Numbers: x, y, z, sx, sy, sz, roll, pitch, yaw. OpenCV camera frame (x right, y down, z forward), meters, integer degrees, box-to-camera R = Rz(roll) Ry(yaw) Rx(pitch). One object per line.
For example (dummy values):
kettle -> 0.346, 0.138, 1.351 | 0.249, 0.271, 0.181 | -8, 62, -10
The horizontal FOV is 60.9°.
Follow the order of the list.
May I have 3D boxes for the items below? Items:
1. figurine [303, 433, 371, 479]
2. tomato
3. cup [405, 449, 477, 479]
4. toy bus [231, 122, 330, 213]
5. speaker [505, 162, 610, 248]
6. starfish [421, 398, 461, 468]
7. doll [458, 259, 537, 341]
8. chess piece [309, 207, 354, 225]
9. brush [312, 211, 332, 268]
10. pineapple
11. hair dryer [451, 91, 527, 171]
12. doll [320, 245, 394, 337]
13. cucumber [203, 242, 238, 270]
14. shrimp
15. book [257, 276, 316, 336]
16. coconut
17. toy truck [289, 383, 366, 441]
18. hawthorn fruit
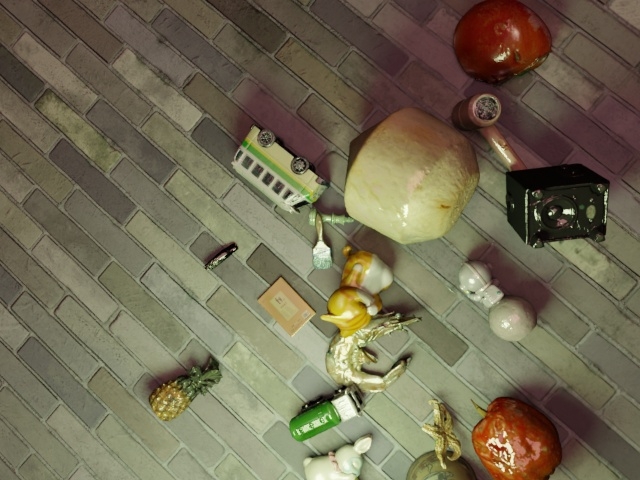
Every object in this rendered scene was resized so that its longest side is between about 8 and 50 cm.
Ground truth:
figurine -> 0.078, 0.724, 1.725 | 0.236, 0.127, 0.155 | -25, 66, 3
tomato -> 0.577, -0.651, 1.706 | 0.309, 0.170, 0.308 | 0, 88, 6
cup -> 0.353, 0.813, 1.619 | 0.227, 0.257, 0.301 | 19, 91, 10
toy bus -> -0.133, -0.224, 1.792 | 0.305, 0.143, 0.179 | 39, 95, 7
speaker -> 0.686, -0.112, 1.602 | 0.232, 0.254, 0.184 | -7, 110, 7
starfish -> 0.377, 0.592, 1.669 | 0.150, 0.053, 0.209 | 24, 47, -13
doll -> 0.536, 0.175, 1.686 | 0.151, 0.151, 0.287 | -40, 80, 4
chess piece -> 0.037, -0.075, 1.807 | 0.149, 0.059, 0.059 | 4, 87, 3
brush -> 0.000, 0.000, 1.794 | 0.070, 0.021, 0.196 | -3, 105, 8
pineapple -> -0.443, 0.488, 1.812 | 0.248, 0.128, 0.128 | -36, 83, -1
hair dryer -> 0.563, -0.310, 1.703 | 0.107, 0.189, 0.344 | -42, 97, 1
doll -> 0.120, 0.157, 1.707 | 0.167, 0.162, 0.269 | 40, 58, -27
cucumber -> -0.341, 0.056, 1.859 | 0.135, 0.034, 0.033 | -40, 78, 4
shrimp -> 0.183, 0.354, 1.755 | 0.360, 0.085, 0.247 | -34, 87, 10
book -> -0.115, 0.223, 1.831 | 0.118, 0.012, 0.172 | -44, 83, 3
coconut -> 0.252, -0.200, 1.642 | 0.416, 0.344, 0.415 | -6, 69, 17
toy truck -> 0.017, 0.551, 1.728 | 0.243, 0.125, 0.101 | -31, 83, 16
hawthorn fruit -> 0.576, 0.599, 1.603 | 0.262, 0.258, 0.258 | 43, 93, -9
